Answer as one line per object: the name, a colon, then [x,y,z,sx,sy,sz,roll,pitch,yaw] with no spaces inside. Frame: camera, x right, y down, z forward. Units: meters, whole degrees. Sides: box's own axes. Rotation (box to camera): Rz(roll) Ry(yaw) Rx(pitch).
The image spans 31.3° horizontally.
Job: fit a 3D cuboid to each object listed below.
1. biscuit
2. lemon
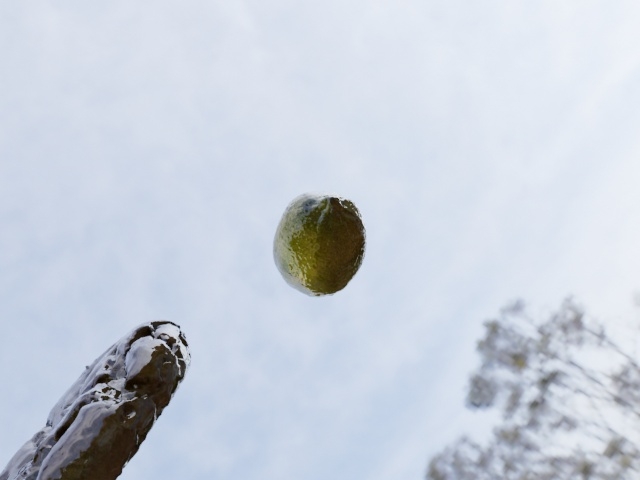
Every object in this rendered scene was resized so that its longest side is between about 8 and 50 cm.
biscuit: [-0.149,0.129,0.635,0.042,0.226,0.226,41,-100,-8]
lemon: [0.000,0.000,0.983,0.082,0.082,0.110,-29,-36,-32]
